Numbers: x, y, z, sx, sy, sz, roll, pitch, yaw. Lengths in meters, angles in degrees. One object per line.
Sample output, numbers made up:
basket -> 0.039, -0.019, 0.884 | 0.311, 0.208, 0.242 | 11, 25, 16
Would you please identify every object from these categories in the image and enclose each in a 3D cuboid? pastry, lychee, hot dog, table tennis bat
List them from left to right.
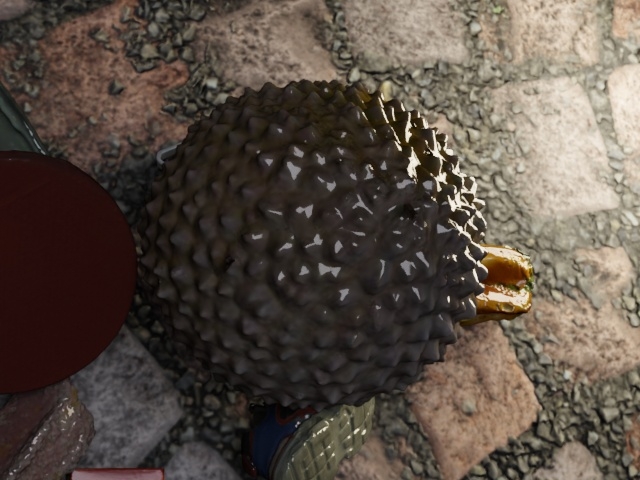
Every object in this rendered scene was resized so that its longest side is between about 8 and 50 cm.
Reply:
table tennis bat -> -0.337, 0.001, 1.303 | 0.268, 0.051, 0.414 | -29, 131, -9
pastry -> -0.349, 0.260, 1.412 | 0.265, 0.103, 0.112 | -45, 126, -35
lychee -> 0.000, 0.000, 1.419 | 0.380, 0.432, 0.380 | 9, 72, -28
hot dog -> 0.152, 0.057, 1.649 | 0.269, 0.072, 0.115 | 6, 74, -16

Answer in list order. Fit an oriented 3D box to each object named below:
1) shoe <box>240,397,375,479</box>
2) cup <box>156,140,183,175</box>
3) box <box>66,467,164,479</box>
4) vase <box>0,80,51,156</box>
shoe -> -0.022, 0.223, 1.554 | 0.227, 0.125, 0.099 | -47, 131, -45
cup -> -0.149, -0.091, 1.598 | 0.104, 0.074, 0.116 | 35, 62, 24
box -> -0.236, 0.348, 1.465 | 0.112, 0.048, 0.175 | 2, 76, -18
vase -> -0.427, -0.012, 1.409 | 0.291, 0.245, 0.245 | -34, 89, -15
